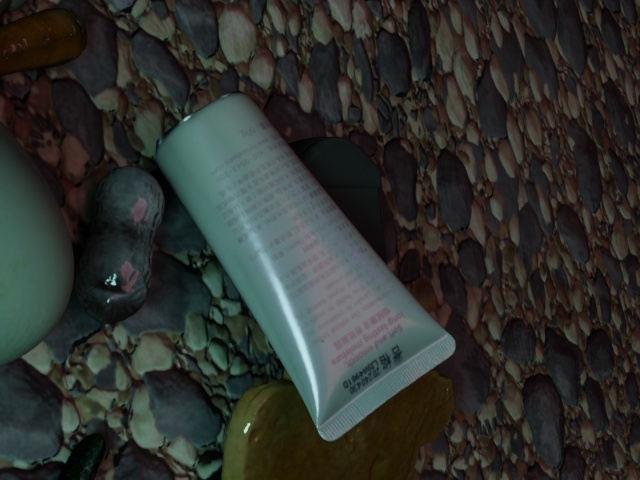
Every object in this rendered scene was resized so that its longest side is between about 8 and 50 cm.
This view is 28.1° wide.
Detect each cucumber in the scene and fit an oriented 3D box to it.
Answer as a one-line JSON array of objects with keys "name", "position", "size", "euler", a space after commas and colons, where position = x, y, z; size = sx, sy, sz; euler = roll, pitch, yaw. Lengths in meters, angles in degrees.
[{"name": "cucumber", "position": [-0.223, 0.225, 1.138], "size": [0.032, 0.032, 0.133], "euler": [50, 44, -32]}]

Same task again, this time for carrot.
[{"name": "carrot", "position": [-0.281, -0.178, 1.176], "size": [0.161, 0.055, 0.055], "euler": [-28, 102, -51]}]

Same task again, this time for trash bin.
[{"name": "trash bin", "position": [0.000, 0.000, 1.467], "size": [0.177, 0.101, 0.236], "euler": [-2, 83, -56]}]

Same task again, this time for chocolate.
[{"name": "chocolate", "position": [-0.191, 0.004, 1.222], "size": [0.072, 0.072, 0.167], "euler": [35, 50, -43]}]

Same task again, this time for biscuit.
[{"name": "biscuit", "position": [0.028, 0.200, 1.410], "size": [0.376, 0.051, 0.269], "euler": [-5, 107, -49]}]

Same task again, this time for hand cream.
[{"name": "hand cream", "position": [-0.028, 0.013, 1.307], "size": [0.185, 0.118, 0.358], "euler": [-31, 82, -31]}]

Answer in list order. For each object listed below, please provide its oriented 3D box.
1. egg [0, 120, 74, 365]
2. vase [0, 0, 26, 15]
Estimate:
[{"name": "egg", "position": [-0.325, -0.022, 0.909], "size": [0.371, 0.230, 0.230], "euler": [41, 48, -48]}, {"name": "vase", "position": [-0.309, -0.215, 1.148], "size": [0.101, 0.053, 0.053], "euler": [-44, 115, -56]}]
